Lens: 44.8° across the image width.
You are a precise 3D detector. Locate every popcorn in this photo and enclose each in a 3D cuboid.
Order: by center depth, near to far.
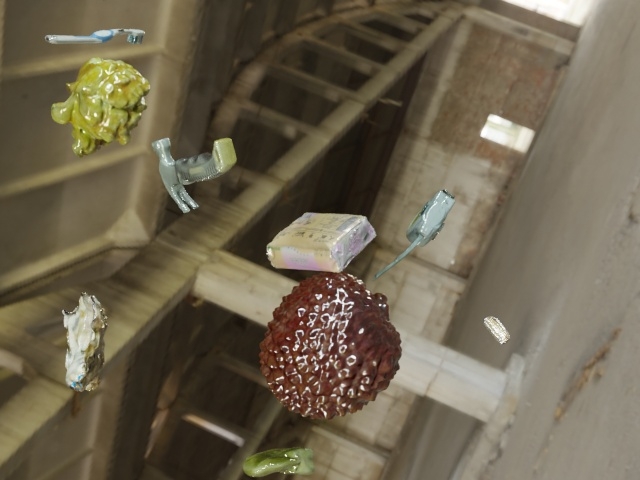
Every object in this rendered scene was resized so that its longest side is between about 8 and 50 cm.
[{"bbox_3d":[-0.730,-0.465,2.660,0.274,0.279,0.335,41,-137,-38],"label":"popcorn"}]

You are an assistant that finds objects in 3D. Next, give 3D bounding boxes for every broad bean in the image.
[{"bbox_3d":[-0.112,0.587,2.059,0.153,0.207,0.072,-16,69,51],"label":"broad bean"}]

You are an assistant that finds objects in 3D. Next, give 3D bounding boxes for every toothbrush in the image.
[{"bbox_3d":[-0.527,-0.489,1.851,0.040,0.040,0.386,-70,-12,20],"label":"toothbrush"}]

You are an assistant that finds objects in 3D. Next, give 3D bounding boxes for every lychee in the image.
[{"bbox_3d":[0.025,0.223,1.672,0.330,0.306,0.306,-34,-19,-15],"label":"lychee"}]

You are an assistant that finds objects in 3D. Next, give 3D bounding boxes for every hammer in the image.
[{"bbox_3d":[-0.246,-0.144,1.537,0.041,0.227,0.158,-28,-78,-42],"label":"hammer"}]

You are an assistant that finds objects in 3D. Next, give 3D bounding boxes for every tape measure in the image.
[{"bbox_3d":[0.264,0.012,2.191,0.330,0.084,0.164,-55,-7,-16],"label":"tape measure"}]

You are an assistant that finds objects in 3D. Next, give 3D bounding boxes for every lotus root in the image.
[{"bbox_3d":[0.463,0.234,2.037,0.037,0.083,0.030,-37,-19,-5],"label":"lotus root"}]

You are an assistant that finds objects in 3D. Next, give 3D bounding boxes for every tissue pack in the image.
[{"bbox_3d":[0.000,0.000,2.260,0.215,0.257,0.122,-43,-59,-39],"label":"tissue pack"}]

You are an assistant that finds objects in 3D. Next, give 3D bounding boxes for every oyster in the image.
[{"bbox_3d":[-0.501,0.217,1.671,0.223,0.083,0.214,-19,72,60],"label":"oyster"}]
